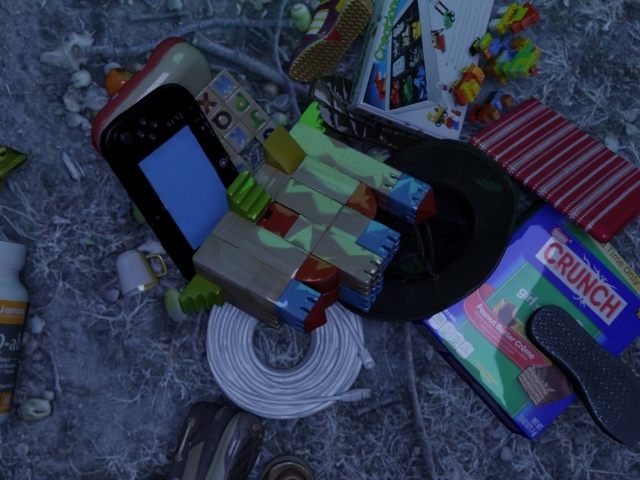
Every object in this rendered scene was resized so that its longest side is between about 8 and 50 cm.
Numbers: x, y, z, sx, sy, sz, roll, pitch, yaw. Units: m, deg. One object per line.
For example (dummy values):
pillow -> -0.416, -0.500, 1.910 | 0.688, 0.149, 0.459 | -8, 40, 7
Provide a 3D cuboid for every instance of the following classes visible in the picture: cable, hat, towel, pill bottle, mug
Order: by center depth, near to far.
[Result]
pill bottle -> -0.536, 0.134, 1.460 | 0.162, 0.162, 0.279 | 9, 87, -6
hat -> 0.169, 0.007, 1.533 | 0.331, 0.134, 0.332 | -13, 56, 20
towel -> 0.396, -0.116, 1.545 | 0.275, 0.031, 0.198 | 40, 49, 20
cable -> -0.057, 0.159, 1.547 | 0.257, 0.089, 0.257 | -15, 88, -6
mug -> -0.297, 0.049, 1.549 | 0.062, 0.078, 0.064 | -28, 80, 26

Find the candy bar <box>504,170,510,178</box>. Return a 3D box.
candy bar -> 0.245, -0.121, 1.627 | 0.161, 0.018, 0.040 | -1, 87, -7

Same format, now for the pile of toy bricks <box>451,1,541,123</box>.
pile of toy bricks -> 0.311, -0.285, 1.564 | 0.212, 0.105, 0.118 | -56, 130, -24

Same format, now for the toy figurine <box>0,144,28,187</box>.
toy figurine -> -0.658, -0.089, 1.451 | 0.362, 0.191, 0.217 | -43, 87, -7

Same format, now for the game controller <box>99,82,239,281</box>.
game controller -> -0.207, -0.083, 1.483 | 0.166, 0.067, 0.319 | -37, 123, -12

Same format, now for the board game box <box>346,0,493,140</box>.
board game box -> 0.173, -0.329, 1.578 | 0.192, 0.053, 0.306 | 19, 82, -21

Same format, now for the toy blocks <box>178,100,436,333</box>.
toy blocks -> 0.000, 0.000, 1.437 | 0.260, 0.191, 0.381 | 28, 64, 16

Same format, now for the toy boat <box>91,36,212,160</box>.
toy boat -> -0.286, -0.230, 1.531 | 0.151, 0.151, 0.231 | 39, 83, 26

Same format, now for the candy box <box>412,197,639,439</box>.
candy box -> 0.357, 0.120, 1.575 | 0.317, 0.122, 0.268 | -43, 92, -8

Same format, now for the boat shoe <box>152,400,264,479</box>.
boat shoe -> -0.212, 0.418, 1.515 | 0.130, 0.132, 0.356 | 25, 89, 21

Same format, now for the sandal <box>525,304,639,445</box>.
sandal -> 0.422, 0.206, 1.502 | 0.097, 0.054, 0.255 | -37, 86, -15

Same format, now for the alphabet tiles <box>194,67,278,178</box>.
alphabet tiles -> -0.172, -0.124, 1.542 | 0.237, 0.009, 0.198 | -48, 120, -6

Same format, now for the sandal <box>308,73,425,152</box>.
sandal -> 0.074, -0.204, 1.596 | 0.219, 0.060, 0.090 | 18, 81, -20

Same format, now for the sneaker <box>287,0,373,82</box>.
sneaker -> 0.009, -0.345, 1.594 | 0.185, 0.084, 0.069 | -45, 130, 14

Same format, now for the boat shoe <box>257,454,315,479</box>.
boat shoe -> -0.071, 0.508, 1.513 | 0.123, 0.116, 0.325 | 4, 87, -6
